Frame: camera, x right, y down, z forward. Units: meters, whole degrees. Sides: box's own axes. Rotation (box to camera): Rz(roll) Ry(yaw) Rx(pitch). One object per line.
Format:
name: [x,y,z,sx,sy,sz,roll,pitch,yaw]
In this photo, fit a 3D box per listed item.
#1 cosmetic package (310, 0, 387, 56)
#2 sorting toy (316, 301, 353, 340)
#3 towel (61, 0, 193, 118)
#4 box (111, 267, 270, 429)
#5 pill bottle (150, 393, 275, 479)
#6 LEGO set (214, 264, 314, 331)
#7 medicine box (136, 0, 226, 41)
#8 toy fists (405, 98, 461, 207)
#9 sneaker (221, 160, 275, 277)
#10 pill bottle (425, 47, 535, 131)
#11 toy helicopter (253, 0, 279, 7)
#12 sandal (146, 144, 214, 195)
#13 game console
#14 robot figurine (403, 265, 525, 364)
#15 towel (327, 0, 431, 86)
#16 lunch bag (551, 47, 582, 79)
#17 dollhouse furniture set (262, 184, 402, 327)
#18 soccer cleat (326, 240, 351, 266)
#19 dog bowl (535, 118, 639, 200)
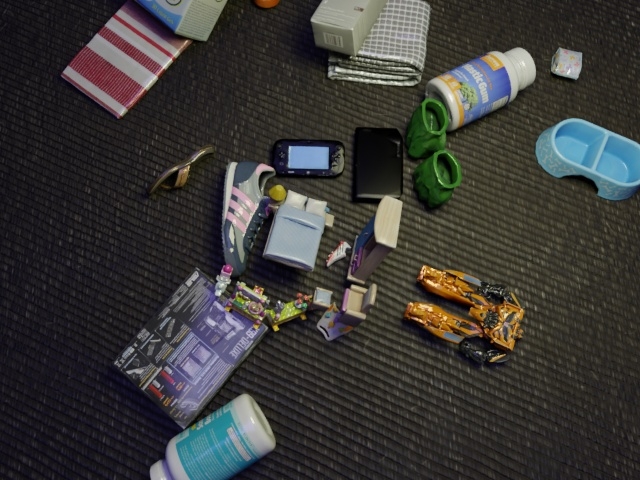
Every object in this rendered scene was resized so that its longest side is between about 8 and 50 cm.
cosmetic package: [0.083,-0.621,1.310,0.127,0.107,0.238,19,72,17]
sorting toy: [0.031,0.213,1.242,0.075,0.045,0.083,-43,78,10]
towel: [-0.570,-0.541,1.449,0.237,0.037,0.329,36,80,7]
box: [-0.313,0.259,1.210,0.242,0.076,0.307,37,79,10]
pill bottle: [-0.246,0.479,1.114,0.264,0.146,0.146,-31,77,-8]
LEGO set: [-0.112,0.137,1.176,0.287,0.107,0.132,14,49,-11]
medicine box: [-0.391,-0.773,1.385,0.263,0.149,0.289,41,114,11]
toy fists: [0.296,-0.228,1.302,0.096,0.142,0.279,-5,75,-18]
sneaker: [-0.183,-0.061,1.276,0.131,0.112,0.319,-1,76,3]
pill bottle: [0.440,-0.422,1.343,0.272,0.152,0.152,-27,76,-6]
toy helicopter: [-0.139,-0.892,1.509,0.235,0.140,0.355,39,68,19]
sandal: [-0.375,-0.182,1.337,0.219,0.090,0.060,-36,99,-15]
game console: [0.047,-0.210,1.348,0.361,0.044,0.213,2,75,2]
robot figurine: [0.367,0.182,1.218,0.291,0.085,0.211,21,77,6]
towel: [0.165,-0.581,1.405,0.284,0.121,0.235,8,75,3]
lunch bag: [0.708,-0.504,1.414,0.071,0.053,0.083,13,66,2]
dollhouse furniture set: [0.000,0.000,1.148,0.303,0.198,0.286,19,55,-7]
soccer cleat: [0.047,0.039,1.289,0.036,0.029,0.083,34,74,13]
dog bowl: [0.742,-0.226,1.328,0.297,0.074,0.166,26,77,8]
